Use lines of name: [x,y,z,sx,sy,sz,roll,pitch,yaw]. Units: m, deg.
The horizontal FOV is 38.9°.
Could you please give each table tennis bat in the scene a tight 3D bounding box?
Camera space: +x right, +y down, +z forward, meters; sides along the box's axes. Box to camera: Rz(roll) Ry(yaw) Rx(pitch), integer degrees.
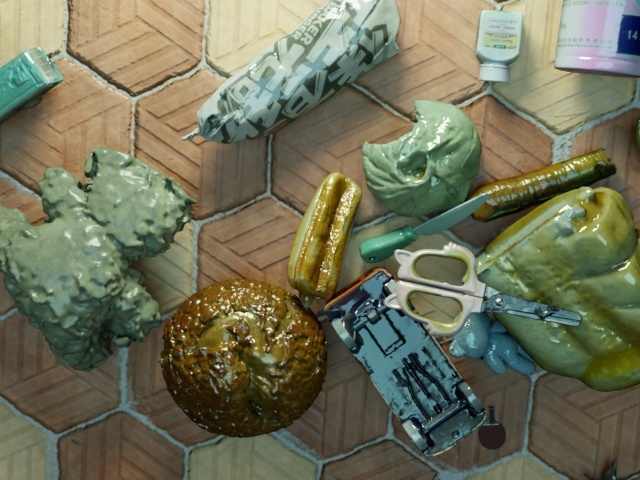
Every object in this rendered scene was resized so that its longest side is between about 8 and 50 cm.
table tennis bat: [0.319,0.349,1.686,0.050,0.007,0.083,-2,100,5]

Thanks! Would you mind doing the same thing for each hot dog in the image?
hot dog: [0.000,0.000,1.594,0.102,0.076,0.249,25,73,-29]

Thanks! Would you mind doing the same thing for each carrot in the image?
carrot: [0.383,-0.098,1.584,0.260,0.070,0.070,-20,97,5]

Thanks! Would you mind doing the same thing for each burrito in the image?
burrito: [-0.048,-0.282,1.570,0.445,0.101,0.139,-35,106,6]

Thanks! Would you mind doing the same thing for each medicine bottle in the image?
medicine bottle: [0.305,-0.333,1.560,0.074,0.055,0.118,6,99,2]
medicine bottle: [0.478,-0.402,1.489,0.152,0.152,0.254,6,99,3]

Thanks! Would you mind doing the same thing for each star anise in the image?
star anise: [0.516,0.482,1.667,0.129,0.056,0.124,-32,96,8]

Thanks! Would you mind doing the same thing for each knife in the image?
knife: [0.186,-0.019,1.589,0.260,0.063,0.034,-24,56,23]

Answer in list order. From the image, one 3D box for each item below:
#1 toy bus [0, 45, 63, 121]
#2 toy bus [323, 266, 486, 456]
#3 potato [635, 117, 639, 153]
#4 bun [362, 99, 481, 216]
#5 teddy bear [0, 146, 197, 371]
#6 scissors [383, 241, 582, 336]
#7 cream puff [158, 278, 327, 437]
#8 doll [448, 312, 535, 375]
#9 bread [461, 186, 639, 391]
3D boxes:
toy bus: [-0.588,-0.244,1.611,0.262,0.109,0.091,-34,101,9]
toy bus: [0.148,0.211,1.603,0.143,0.153,0.329,-36,94,1]
potato: [0.656,-0.171,1.536,0.255,0.112,0.269,11,87,7]
bun: [0.174,-0.140,1.563,0.204,0.126,0.212,20,99,-2]
teddy bear: [-0.388,0.014,1.611,0.367,0.224,0.357,-35,93,-7]
scissors: [0.265,0.094,1.478,0.318,0.024,0.160,12,88,13]
cream puff: [-0.135,0.211,1.594,0.303,0.212,0.303,0,96,0]
doll: [0.307,0.186,1.639,0.180,0.075,0.120,30,61,-20]
bread: [0.459,0.082,1.532,0.341,0.210,0.300,47,132,2]
